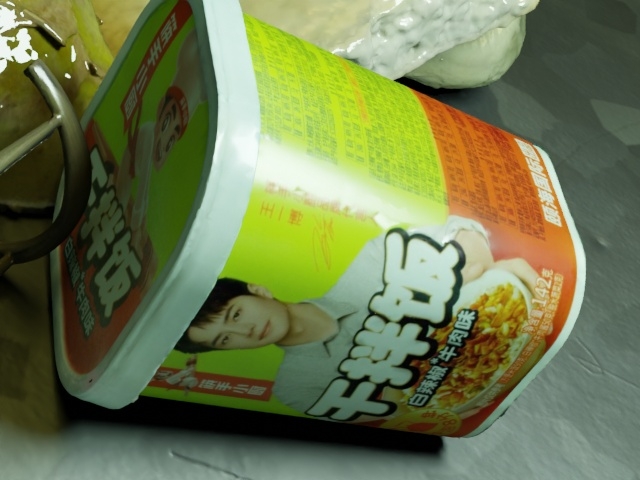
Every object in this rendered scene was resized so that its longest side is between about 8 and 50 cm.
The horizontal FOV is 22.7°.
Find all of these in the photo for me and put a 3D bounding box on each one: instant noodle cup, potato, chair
[{"bbox_3d":[0.000,0.000,1.122,0.307,0.294,0.294,16,37,-27],"label":"instant noodle cup"},{"bbox_3d":[-0.271,-0.176,1.206,0.299,0.196,0.246,39,39,14],"label":"potato"},{"bbox_3d":[-0.292,-0.018,1.008,0.166,0.188,0.272,38,41,13],"label":"chair"}]

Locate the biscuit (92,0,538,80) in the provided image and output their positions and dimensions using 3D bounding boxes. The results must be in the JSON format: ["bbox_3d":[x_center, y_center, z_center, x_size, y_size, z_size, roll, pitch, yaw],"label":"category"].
[{"bbox_3d":[-0.051,-0.279,1.437,0.429,0.104,0.446,-25,57,-17],"label":"biscuit"}]

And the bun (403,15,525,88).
[{"bbox_3d":[0.092,-0.230,1.569,0.222,0.127,0.222,10,62,-18],"label":"bun"}]
